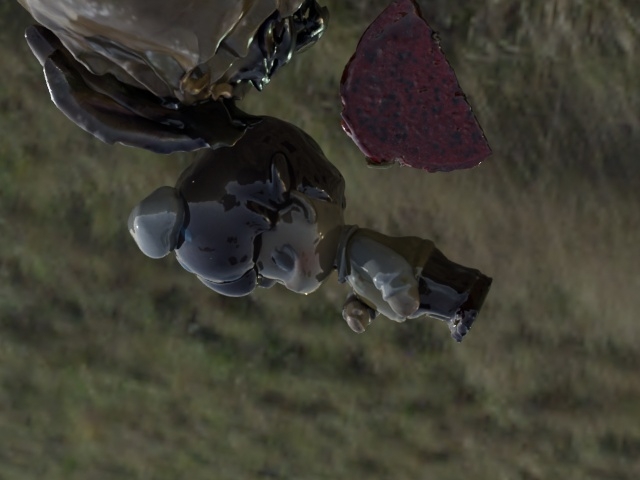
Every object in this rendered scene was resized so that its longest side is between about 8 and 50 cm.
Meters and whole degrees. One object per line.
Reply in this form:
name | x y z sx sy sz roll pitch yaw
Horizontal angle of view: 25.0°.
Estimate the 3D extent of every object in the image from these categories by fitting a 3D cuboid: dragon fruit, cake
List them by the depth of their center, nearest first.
cake | -0.111 -0.246 1.223 0.332 0.332 0.321 3 120 22
dragon fruit | 0.063 -0.123 1.243 0.162 0.106 0.083 60 175 -21

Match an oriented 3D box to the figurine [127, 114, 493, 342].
figurine | -0.005 0.019 1.590 0.365 0.206 0.218 38 -174 7
